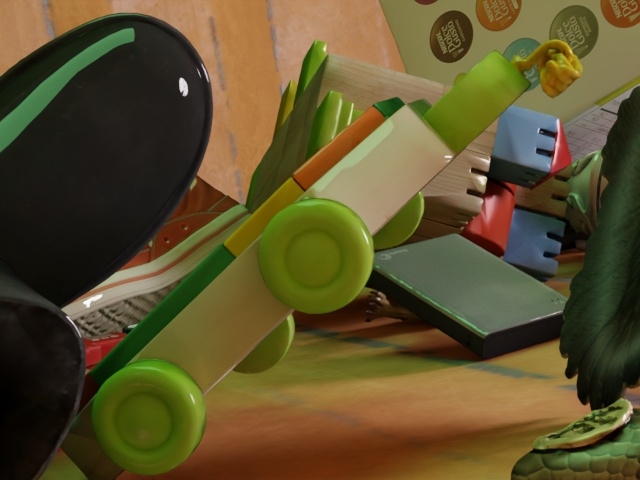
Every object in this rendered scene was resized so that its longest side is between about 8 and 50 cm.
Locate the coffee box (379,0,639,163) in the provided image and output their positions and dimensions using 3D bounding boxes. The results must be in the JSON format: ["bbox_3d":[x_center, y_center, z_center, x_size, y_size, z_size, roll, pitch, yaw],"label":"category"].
[{"bbox_3d":[0.289,-0.250,1.648,0.334,0.337,0.338,-31,-23,32],"label":"coffee box"}]

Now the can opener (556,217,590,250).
[{"bbox_3d":[0.238,-0.010,1.630,0.186,0.073,0.059,-10,43,26],"label":"can opener"}]

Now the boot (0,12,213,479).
[{"bbox_3d":[-0.178,0.015,0.868,0.367,0.146,0.445,-45,10,-5],"label":"boot"}]

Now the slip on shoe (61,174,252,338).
[{"bbox_3d":[-0.176,0.028,1.295,0.331,0.101,0.123,-35,-15,-51],"label":"slip on shoe"}]

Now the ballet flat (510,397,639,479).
[{"bbox_3d":[0.199,0.070,0.721,0.250,0.058,0.084,-10,5,-11],"label":"ballet flat"}]

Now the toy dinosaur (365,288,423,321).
[{"bbox_3d":[0.086,0.048,1.312,0.092,0.053,0.183,12,2,25],"label":"toy dinosaur"}]

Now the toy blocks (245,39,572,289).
[{"bbox_3d":[0.090,-0.035,1.408,0.261,0.191,0.381,15,-17,-8],"label":"toy blocks"}]

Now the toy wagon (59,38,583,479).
[{"bbox_3d":[0.000,0.001,0.917,0.344,0.068,0.267,-44,-1,12],"label":"toy wagon"}]

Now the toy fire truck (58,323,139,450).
[{"bbox_3d":[-0.155,0.097,1.113,0.192,0.047,0.135,-8,9,-35],"label":"toy fire truck"}]

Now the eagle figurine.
[{"bbox_3d":[0.234,-0.061,0.899,0.225,0.298,0.226,-8,-3,-25],"label":"eagle figurine"}]

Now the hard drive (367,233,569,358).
[{"bbox_3d":[0.105,0.037,1.168,0.094,0.022,0.135,-13,30,-35],"label":"hard drive"}]

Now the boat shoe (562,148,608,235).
[{"bbox_3d":[0.242,-0.036,1.457,0.076,0.083,0.226,15,-13,15],"label":"boat shoe"}]
